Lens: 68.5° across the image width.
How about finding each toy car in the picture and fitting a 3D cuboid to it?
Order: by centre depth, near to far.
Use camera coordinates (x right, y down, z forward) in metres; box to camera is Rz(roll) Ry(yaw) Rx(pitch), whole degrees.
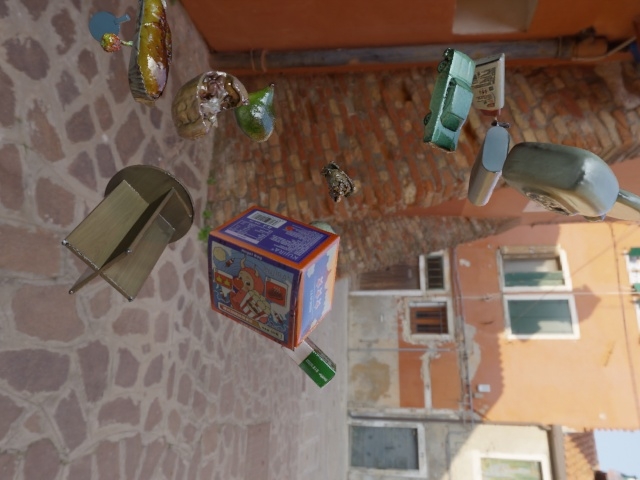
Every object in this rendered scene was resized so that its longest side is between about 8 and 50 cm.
[{"bbox_3d":[0.437,-0.460,1.562,0.141,0.097,0.320,12,93,-37],"label":"toy car"}]

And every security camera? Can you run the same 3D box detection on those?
[{"bbox_3d":[0.417,-0.071,0.762,0.302,0.157,0.080,19,94,-39],"label":"security camera"}]

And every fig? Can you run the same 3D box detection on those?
[{"bbox_3d":[-0.246,-0.550,1.973,0.203,0.235,0.203,41,15,-14],"label":"fig"}]

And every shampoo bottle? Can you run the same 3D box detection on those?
[{"bbox_3d":[0.642,-0.548,1.772,0.284,0.153,0.071,59,47,-33],"label":"shampoo bottle"}]

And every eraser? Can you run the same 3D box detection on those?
[{"bbox_3d":[0.547,-0.236,1.539,0.227,0.081,0.174,79,27,-67],"label":"eraser"}]

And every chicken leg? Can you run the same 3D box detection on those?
[{"bbox_3d":[0.062,-0.187,1.621,0.080,0.125,0.196,-44,151,-8],"label":"chicken leg"}]

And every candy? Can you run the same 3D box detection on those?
[{"bbox_3d":[-0.631,-0.664,1.579,0.060,0.201,0.060,172,-90,-70],"label":"candy"}]

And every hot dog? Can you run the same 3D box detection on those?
[{"bbox_3d":[-0.378,-0.428,1.064,0.162,0.082,0.270,132,-40,-68],"label":"hot dog"}]

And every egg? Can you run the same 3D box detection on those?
[{"bbox_3d":[0.000,0.000,1.813,0.181,0.141,0.141,-132,-152,-53],"label":"egg"}]

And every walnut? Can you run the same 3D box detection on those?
[{"bbox_3d":[-0.346,-0.405,1.373,0.238,0.204,0.141,-47,129,-24],"label":"walnut"}]

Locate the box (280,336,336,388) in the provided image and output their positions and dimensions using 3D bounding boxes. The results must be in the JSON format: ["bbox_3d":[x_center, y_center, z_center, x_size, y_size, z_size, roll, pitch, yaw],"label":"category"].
[{"bbox_3d":[-0.038,0.398,1.607,0.081,0.199,0.135,-47,177,-2],"label":"box"}]

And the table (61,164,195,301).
[{"bbox_3d":[-0.323,-0.008,0.787,0.226,0.167,0.167,-86,170,-59],"label":"table"}]

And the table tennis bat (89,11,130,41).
[{"bbox_3d":[-0.745,-0.760,1.661,0.019,0.155,0.100,-74,145,-71],"label":"table tennis bat"}]

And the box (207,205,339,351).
[{"bbox_3d":[-0.156,0.112,1.537,0.257,0.349,0.318,-40,144,-50],"label":"box"}]
